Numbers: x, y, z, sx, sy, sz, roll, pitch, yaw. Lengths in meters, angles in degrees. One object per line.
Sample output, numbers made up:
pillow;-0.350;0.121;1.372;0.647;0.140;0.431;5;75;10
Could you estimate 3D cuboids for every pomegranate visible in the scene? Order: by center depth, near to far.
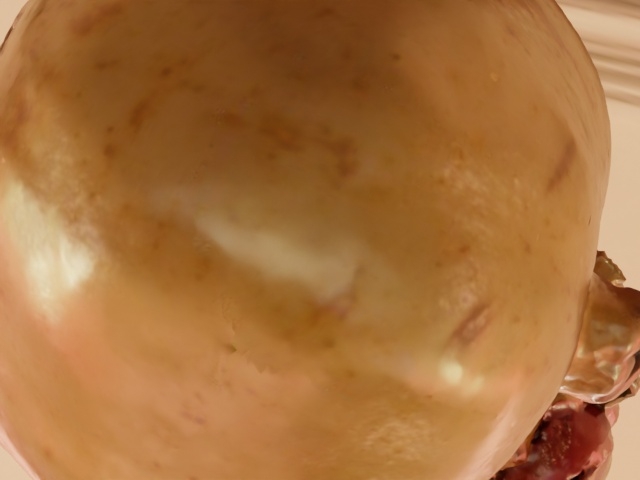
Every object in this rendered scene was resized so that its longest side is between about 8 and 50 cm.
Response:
pomegranate;0.000;0.000;0.537;0.342;0.342;0.343;2;-132;-3

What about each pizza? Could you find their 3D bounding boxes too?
pizza;0.195;0.208;1.071;0.406;0.440;0.130;13;-152;-51
